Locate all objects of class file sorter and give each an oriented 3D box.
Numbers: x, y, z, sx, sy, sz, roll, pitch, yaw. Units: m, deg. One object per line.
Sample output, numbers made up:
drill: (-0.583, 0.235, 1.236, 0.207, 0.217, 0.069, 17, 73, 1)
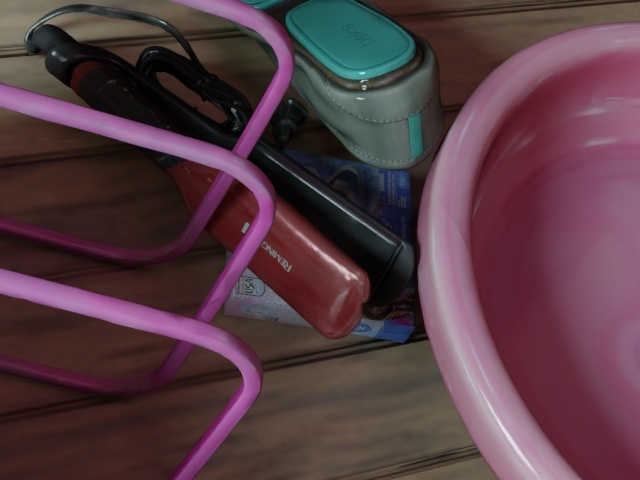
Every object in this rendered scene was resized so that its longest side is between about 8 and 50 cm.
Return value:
file sorter: (-0.125, 0.057, 0.505, 0.182, 0.202, 0.290, 15, 55, -14)

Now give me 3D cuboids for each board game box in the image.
board game box: (0.000, 0.000, 0.702, 0.090, 0.020, 0.090, 9, 56, -14)

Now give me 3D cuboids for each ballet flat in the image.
ballet flat: (-0.004, -0.102, 0.731, 0.072, 0.068, 0.213, -25, 41, -9)

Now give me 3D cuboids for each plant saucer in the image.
plant saucer: (0.194, 0.046, 0.711, 0.332, 0.084, 0.332, 10, 57, -16)

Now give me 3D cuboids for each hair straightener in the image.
hair straightener: (-0.048, -0.044, 0.686, 0.230, 0.047, 0.089, 35, 33, 20)
